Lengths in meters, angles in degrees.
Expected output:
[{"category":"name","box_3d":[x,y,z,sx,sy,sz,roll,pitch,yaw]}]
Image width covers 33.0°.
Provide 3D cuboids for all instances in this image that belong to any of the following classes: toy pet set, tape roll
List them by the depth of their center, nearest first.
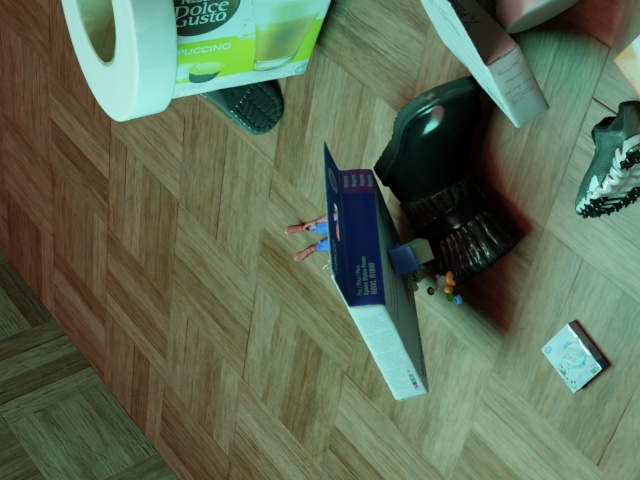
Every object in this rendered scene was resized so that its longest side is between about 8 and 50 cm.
[{"category":"tape roll","box_3d":[-0.330,-0.385,1.708,0.392,0.072,0.392,45,143,48]},{"category":"toy pet set","box_3d":[0.161,0.058,1.765,0.114,0.065,0.122,69,164,-10]}]

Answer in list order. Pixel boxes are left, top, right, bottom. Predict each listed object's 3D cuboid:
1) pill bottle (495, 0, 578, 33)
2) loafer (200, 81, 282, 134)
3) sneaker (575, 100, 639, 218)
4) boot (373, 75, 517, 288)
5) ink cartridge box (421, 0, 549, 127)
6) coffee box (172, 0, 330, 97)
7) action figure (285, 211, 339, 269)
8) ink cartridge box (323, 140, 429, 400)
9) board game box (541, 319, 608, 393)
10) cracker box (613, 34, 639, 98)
[{"category":"pill bottle","box_3d":[0.251,-0.437,1.481,0.162,0.162,0.278,-35,80,56]},{"category":"loafer","box_3d":[-0.233,-0.350,2.142,0.366,0.134,0.130,49,168,-29]},{"category":"sneaker","box_3d":[0.414,-0.116,1.519,0.234,0.078,0.106,107,157,-63]},{"category":"boot","box_3d":[0.222,-0.086,1.735,0.260,0.131,0.348,62,162,15]},{"category":"ink cartridge box","box_3d":[0.201,-0.317,1.527,0.239,0.060,0.275,53,-173,-40]},{"category":"coffee box","box_3d":[-0.201,-0.490,1.866,0.338,0.337,0.334,65,155,21]},{"category":"action figure","box_3d":[0.000,0.000,2.123,0.280,0.139,0.092,-14,98,54]},{"category":"ink cartridge box","box_3d":[0.093,0.044,1.810,0.324,0.071,0.330,-93,-16,-45]},{"category":"board game box","box_3d":[0.409,0.188,1.746,0.090,0.020,0.090,55,145,18]},{"category":"cracker box","box_3d":[0.492,-0.234,1.340,0.156,0.067,0.232,59,145,12]}]
